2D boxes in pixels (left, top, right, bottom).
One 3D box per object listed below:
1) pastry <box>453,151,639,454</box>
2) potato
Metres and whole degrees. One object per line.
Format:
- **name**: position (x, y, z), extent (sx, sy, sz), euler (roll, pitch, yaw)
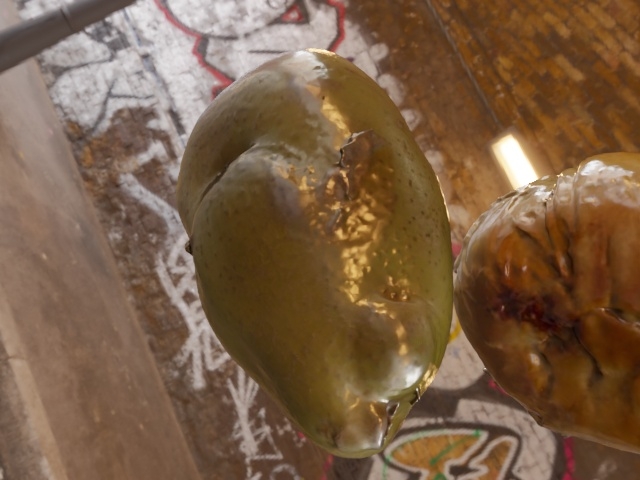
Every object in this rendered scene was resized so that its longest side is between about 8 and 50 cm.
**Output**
- **pastry**: position (0.369, 0.074, 0.797), extent (0.410, 0.245, 0.409), euler (19, -52, 27)
- **potato**: position (0.000, 0.002, 0.538), extent (0.202, 0.218, 0.350), euler (42, 24, -53)
